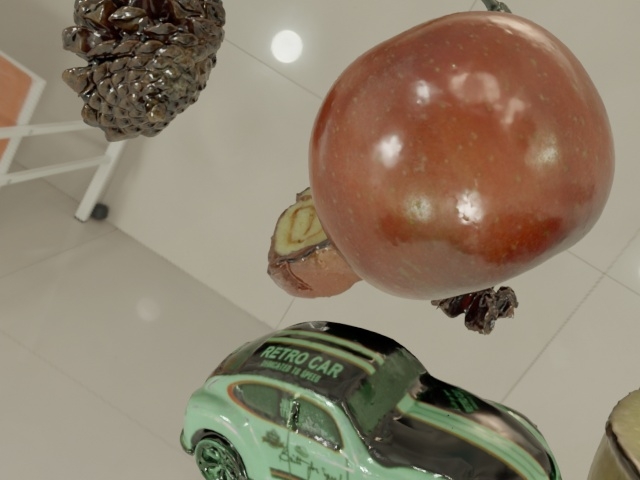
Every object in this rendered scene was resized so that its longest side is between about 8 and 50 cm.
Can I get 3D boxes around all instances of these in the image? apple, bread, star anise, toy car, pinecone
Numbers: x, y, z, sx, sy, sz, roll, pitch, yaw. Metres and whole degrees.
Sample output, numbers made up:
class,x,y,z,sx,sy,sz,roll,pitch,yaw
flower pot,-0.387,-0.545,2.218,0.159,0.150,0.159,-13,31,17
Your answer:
class,x,y,z,sx,sy,sz,roll,pitch,yaw
apple,0.152,-0.091,0.706,0.348,0.348,0.277,-23,92,17
bread,0.012,-0.005,1.139,0.190,0.244,0.123,-19,123,16
star anise,0.325,0.109,1.303,0.190,0.220,0.126,29,105,-14
toy car,0.027,0.137,0.471,0.305,0.136,0.125,9,114,34
pinecone,-0.297,-0.331,1.046,0.242,0.296,0.298,27,135,-26

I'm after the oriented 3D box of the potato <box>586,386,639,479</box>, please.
class,x,y,z,sx,sy,sz,roll,pitch,yaw
potato,0.408,0.340,0.502,0.442,0.385,0.320,-1,113,-28

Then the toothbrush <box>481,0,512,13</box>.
class,x,y,z,sx,sy,sz,roll,pitch,yaw
toothbrush,0.171,-0.369,0.810,0.030,0.031,0.297,-38,131,26
